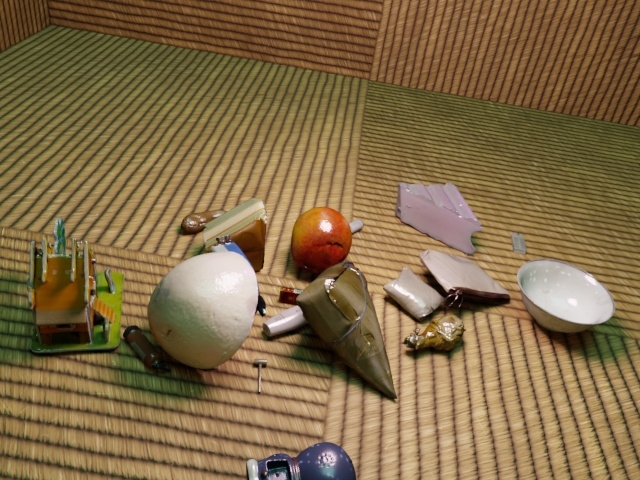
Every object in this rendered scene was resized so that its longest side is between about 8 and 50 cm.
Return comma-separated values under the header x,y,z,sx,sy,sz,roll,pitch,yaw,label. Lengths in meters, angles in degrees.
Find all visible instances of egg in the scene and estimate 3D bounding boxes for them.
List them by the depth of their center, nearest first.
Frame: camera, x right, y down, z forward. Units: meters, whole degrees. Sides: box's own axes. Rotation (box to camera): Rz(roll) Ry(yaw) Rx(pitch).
x,y,z,sx,sy,sz,roll,pitch,yaw,label
-0.336,0.171,1.570,0.201,0.337,0.337,23,17,-48,egg

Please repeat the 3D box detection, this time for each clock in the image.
x,y,z,sx,sy,sz,roll,pitch,yaw,label
-0.039,0.542,1.310,0.243,0.147,0.200,-7,34,-10,clock

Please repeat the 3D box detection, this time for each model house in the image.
x,y,z,sx,sy,sz,roll,pitch,yaw,label
-0.679,0.084,1.649,0.242,0.313,0.358,2,35,-14,model house

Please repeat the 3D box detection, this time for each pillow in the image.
x,y,z,sx,sy,sz,roll,pitch,yaw,label
0.307,0.181,1.939,0.181,0.078,0.134,38,42,22,pillow

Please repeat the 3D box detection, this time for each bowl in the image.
x,y,z,sx,sy,sz,roll,pitch,yaw,label
0.785,0.214,1.943,0.312,0.146,0.314,5,36,-4,bowl

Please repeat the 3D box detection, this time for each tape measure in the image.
x,y,z,sx,sy,sz,roll,pitch,yaw,label
-0.223,0.166,1.715,0.097,0.216,0.351,-12,40,-27,tape measure

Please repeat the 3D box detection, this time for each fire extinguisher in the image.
x,y,z,sx,sy,sz,roll,pitch,yaw,label
-0.476,0.302,1.617,0.177,0.050,0.062,38,6,32,fire extinguisher

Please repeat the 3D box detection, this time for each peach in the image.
x,y,z,sx,sy,sz,roll,pitch,yaw,label
0.000,0.000,1.994,0.230,0.231,0.231,6,36,-4,peach

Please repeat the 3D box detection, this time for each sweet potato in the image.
x,y,z,sx,sy,sz,roll,pitch,yaw,label
-0.402,-0.073,2.142,0.232,0.062,0.081,-10,55,-31,sweet potato

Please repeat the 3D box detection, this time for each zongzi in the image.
x,y,z,sx,sy,sz,roll,pitch,yaw,label
0.117,0.251,1.768,0.393,0.174,0.356,50,18,-1,zongzi

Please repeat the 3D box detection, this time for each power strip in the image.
x,y,z,sx,sy,sz,roll,pitch,yaw,label
0.785,0.007,2.336,0.050,0.019,0.136,11,36,6,power strip

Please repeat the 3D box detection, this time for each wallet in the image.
x,y,z,sx,sy,sz,roll,pitch,yaw,label
0.480,0.127,2.021,0.335,0.068,0.275,7,33,-37,wallet

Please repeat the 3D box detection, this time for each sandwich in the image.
x,y,z,sx,sy,sz,roll,pitch,yaw,label
-0.289,-0.019,1.947,0.198,0.228,0.155,-2,36,-16,sandwich

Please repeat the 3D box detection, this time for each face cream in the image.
x,y,z,sx,sy,sz,roll,pitch,yaw,label
-0.089,0.239,1.787,0.182,0.051,0.072,-18,44,-34,face cream

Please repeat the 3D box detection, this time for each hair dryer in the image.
x,y,z,sx,sy,sz,roll,pitch,yaw,label
0.049,-0.068,2.261,0.183,0.044,0.154,30,39,34,hair dryer

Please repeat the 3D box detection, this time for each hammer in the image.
x,y,z,sx,sy,sz,roll,pitch,yaw,label
-0.166,0.371,1.618,0.035,0.019,0.110,4,38,-7,hammer

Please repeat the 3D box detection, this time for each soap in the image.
x,y,z,sx,sy,sz,roll,pitch,yaw,label
0.441,-0.089,2.270,0.257,0.159,0.302,3,34,-15,soap

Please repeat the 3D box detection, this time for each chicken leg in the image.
x,y,z,sx,sy,sz,roll,pitch,yaw,label
0.353,0.292,1.788,0.227,0.088,0.103,-14,55,-34,chicken leg

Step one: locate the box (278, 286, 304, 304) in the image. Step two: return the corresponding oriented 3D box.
x,y,z,sx,sy,sz,roll,pitch,yaw,label
-0.090,0.178,1.871,0.081,0.052,0.023,10,34,0,box
